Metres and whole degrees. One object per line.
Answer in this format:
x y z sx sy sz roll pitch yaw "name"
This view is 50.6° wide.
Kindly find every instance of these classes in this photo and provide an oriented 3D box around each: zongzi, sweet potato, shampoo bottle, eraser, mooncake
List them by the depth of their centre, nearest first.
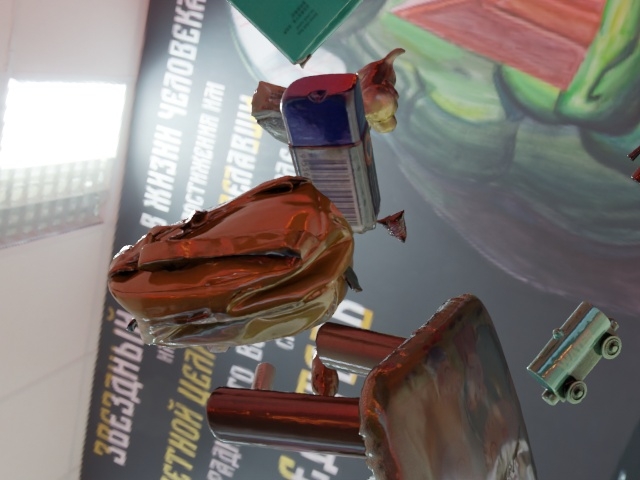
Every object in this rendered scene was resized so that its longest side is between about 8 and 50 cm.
0.023 -0.161 1.335 0.102 0.154 0.332 -71 -25 -46 "eraser"
0.173 -0.040 1.665 0.067 0.073 0.083 -88 -12 -50 "zongzi"
-0.152 0.391 1.697 0.195 0.056 0.056 -79 -3 -57 "shampoo bottle"
0.011 0.373 1.712 0.270 0.074 0.075 -89 2 -49 "sweet potato"
-0.077 -0.353 1.990 0.250 0.254 0.136 39 -111 -80 "mooncake"

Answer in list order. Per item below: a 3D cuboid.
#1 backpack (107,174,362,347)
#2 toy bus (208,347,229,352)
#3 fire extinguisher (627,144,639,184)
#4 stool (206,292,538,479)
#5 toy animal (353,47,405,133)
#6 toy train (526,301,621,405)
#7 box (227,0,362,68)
-0.128 0.041 1.054 0.353 0.377 0.201 -80 -23 -69 "backpack"
-0.237 0.222 1.727 0.072 0.057 0.172 0 -40 -39 "toy bus"
0.503 -0.135 1.027 0.032 0.046 0.100 20 -71 -44 "fire extinguisher"
0.076 0.244 0.720 0.310 0.226 0.311 -22 -83 -56 "stool"
0.125 -0.332 1.577 0.168 0.121 0.233 -42 24 46 "toy animal"
0.576 0.254 1.545 0.248 0.101 0.159 -47 -66 -7 "toy train"
-0.070 -0.398 0.832 0.205 0.311 0.118 -44 15 21 "box"
